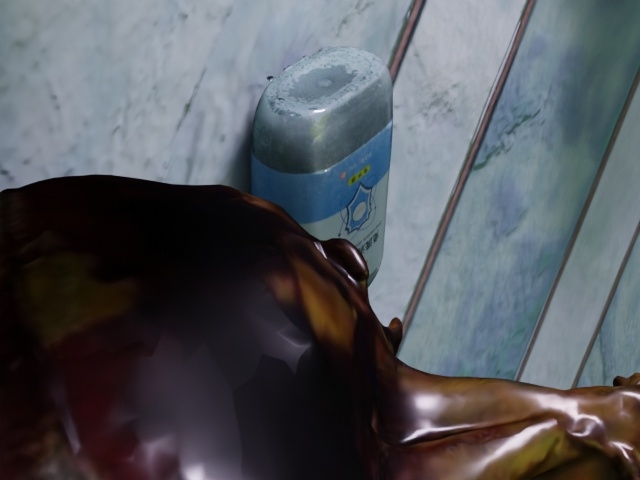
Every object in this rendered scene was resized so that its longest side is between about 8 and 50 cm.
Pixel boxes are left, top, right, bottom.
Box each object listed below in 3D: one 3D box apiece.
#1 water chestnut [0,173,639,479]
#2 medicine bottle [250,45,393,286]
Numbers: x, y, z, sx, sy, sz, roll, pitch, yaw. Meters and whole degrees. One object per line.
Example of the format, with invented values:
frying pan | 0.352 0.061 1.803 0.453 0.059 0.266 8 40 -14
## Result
water chestnut | -0.030 0.118 0.526 0.347 0.335 0.335 -30 148 2
medicine bottle | 0.000 0.000 0.761 0.090 0.053 0.208 -39 142 -40
